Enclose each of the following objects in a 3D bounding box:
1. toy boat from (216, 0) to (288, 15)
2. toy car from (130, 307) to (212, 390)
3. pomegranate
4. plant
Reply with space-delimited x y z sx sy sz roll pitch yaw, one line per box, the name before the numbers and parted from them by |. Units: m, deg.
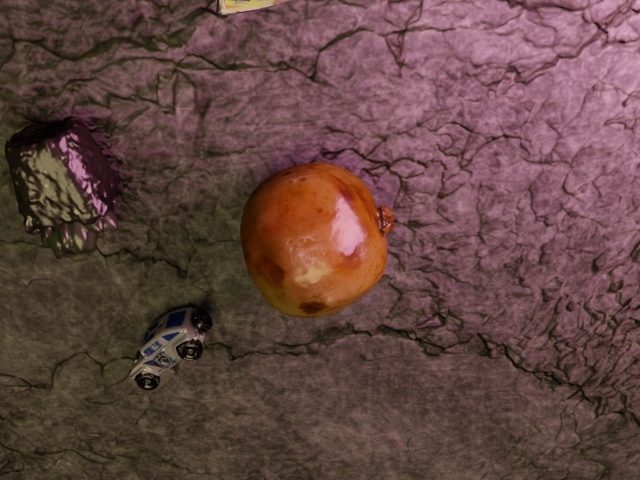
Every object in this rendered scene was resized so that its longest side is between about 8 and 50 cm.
toy boat | -0.042 -0.330 1.146 0.210 0.066 0.084 -3 126 5
toy car | -0.242 0.165 1.491 0.170 0.080 0.070 -36 115 25
pomegranate | 0.000 0.000 1.282 0.215 0.215 0.215 2 125 3
plant | -0.355 -0.070 1.307 0.132 0.129 0.194 -10 120 10
